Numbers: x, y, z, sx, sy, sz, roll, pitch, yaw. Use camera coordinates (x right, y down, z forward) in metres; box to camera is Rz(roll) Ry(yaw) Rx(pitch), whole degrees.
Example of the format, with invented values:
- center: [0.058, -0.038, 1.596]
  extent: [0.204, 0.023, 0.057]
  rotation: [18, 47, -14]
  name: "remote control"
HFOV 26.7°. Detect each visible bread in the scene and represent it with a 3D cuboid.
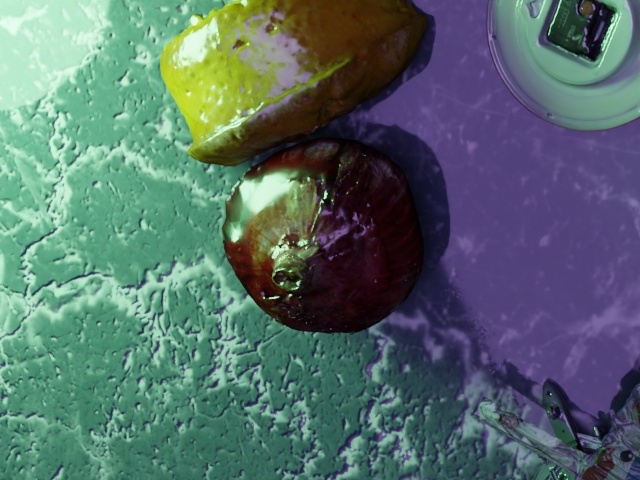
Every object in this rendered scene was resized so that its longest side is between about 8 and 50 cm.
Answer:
- center: [-0.051, -0.214, 1.592]
  extent: [0.340, 0.179, 0.194]
  rotation: [-25, 92, 18]
  name: "bread"

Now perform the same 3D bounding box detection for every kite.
- center: [0.346, 0.281, 1.587]
  extent: [0.368, 0.014, 0.406]
  rotation: [30, 112, 4]
  name: "kite"

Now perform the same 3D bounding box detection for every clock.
- center: [0.300, -0.244, 1.517]
  extent: [0.244, 0.056, 0.244]
  rotation: [10, 109, 32]
  name: "clock"

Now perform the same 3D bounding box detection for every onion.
- center: [0.000, 0.000, 1.595]
  extent: [0.252, 0.219, 0.252]
  rotation: [7, 110, 19]
  name: "onion"

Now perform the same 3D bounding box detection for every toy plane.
- center: [0.317, 0.278, 1.635]
  extent: [0.226, 0.058, 0.226]
  rotation: [-25, 92, 22]
  name: "toy plane"
